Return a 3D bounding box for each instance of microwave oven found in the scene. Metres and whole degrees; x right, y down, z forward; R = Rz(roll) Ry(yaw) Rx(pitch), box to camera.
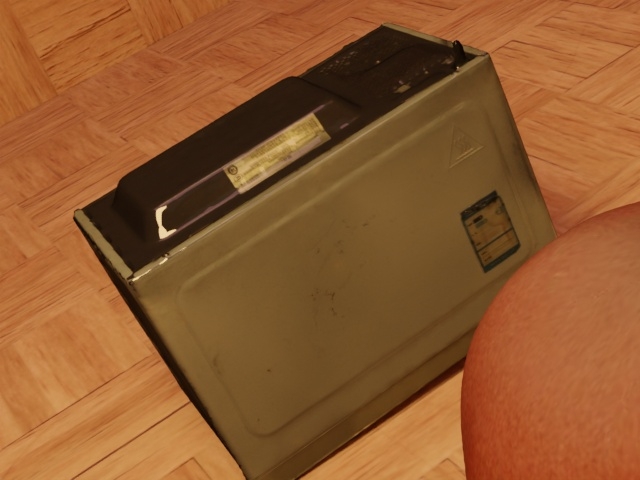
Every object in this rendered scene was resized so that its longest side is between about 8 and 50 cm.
[{"bbox_3d":[0.000,0.000,1.009,0.355,0.286,0.218,-34,29,-11],"label":"microwave oven"}]

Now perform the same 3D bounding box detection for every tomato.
[{"bbox_3d":[0.243,0.096,0.677,0.342,0.272,0.341,-17,30,10],"label":"tomato"}]
